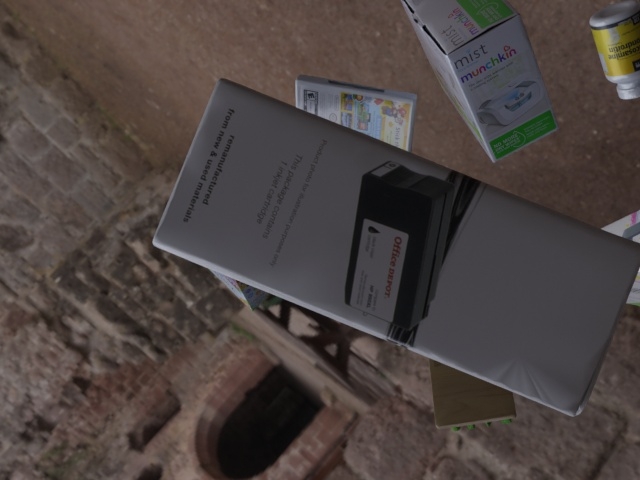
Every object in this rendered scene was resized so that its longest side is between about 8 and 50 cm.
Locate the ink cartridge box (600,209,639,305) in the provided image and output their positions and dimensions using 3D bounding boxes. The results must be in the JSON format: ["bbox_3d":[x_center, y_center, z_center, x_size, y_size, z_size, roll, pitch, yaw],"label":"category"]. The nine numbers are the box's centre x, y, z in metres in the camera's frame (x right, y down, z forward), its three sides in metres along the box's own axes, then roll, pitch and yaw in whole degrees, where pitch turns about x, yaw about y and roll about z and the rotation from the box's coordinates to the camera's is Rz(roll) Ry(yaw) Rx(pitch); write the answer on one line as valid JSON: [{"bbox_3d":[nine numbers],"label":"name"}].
[{"bbox_3d":[0.625,0.017,1.290,0.207,0.119,0.353,12,162,-13],"label":"ink cartridge box"}]

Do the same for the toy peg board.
[{"bbox_3d":[0.320,0.318,1.603,0.079,0.161,0.160,61,-158,-48],"label":"toy peg board"}]

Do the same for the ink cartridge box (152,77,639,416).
[{"bbox_3d":[0.074,0.004,0.779,0.395,0.166,0.285,23,-178,3],"label":"ink cartridge box"}]

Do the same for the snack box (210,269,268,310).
[{"bbox_3d":[-0.149,0.035,1.189,0.141,0.037,0.100,40,165,30],"label":"snack box"}]

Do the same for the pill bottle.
[{"bbox_3d":[0.627,-0.389,1.576,0.103,0.103,0.184,21,142,60],"label":"pill bottle"}]

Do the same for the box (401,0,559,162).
[{"bbox_3d":[0.248,-0.298,1.243,0.231,0.127,0.262,55,-169,-39],"label":"box"}]

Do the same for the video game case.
[{"bbox_3d":[0.057,-0.171,1.343,0.207,0.026,0.226,13,133,13],"label":"video game case"}]
